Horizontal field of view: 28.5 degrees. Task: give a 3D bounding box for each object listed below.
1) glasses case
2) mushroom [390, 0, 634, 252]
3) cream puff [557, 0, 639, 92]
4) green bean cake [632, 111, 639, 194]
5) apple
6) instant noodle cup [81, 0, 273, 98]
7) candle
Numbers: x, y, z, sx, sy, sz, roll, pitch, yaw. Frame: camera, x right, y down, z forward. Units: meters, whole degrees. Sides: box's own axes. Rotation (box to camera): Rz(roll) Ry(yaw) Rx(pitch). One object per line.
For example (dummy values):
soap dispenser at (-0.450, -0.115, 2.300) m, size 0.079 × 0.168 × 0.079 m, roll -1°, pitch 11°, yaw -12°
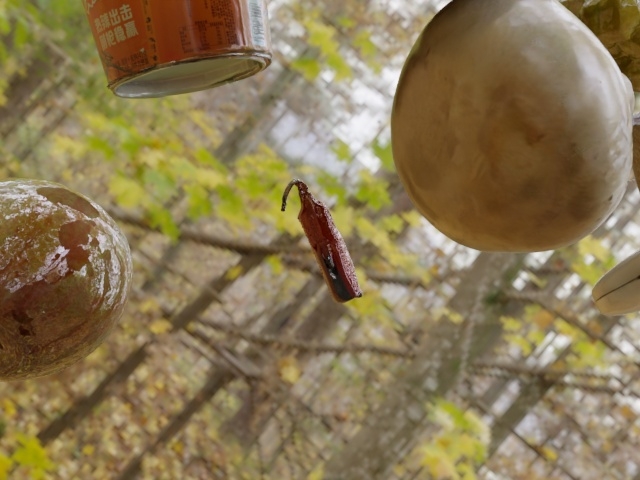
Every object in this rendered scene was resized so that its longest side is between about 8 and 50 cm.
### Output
glasses case at (0.362, 0.009, 1.187) m, size 0.092 × 0.233 × 0.059 m, roll 0°, pitch 62°, yaw -55°
mushroom at (0.237, -0.129, 1.348) m, size 0.290 × 0.293 × 0.292 m, roll -13°, pitch 41°, yaw -37°
cream puff at (0.392, -0.268, 1.593) m, size 0.194 × 0.195 × 0.221 m, roll 40°, pitch -22°, yaw -19°
green bean cake at (0.522, -0.089, 1.762) m, size 0.233 × 0.097 × 0.199 m, roll -135°, pitch -158°, yaw -75°
apple at (-0.367, 0.054, 1.563) m, size 0.257 × 0.257 × 0.234 m, roll 40°, pitch 38°, yaw -14°
instant noodle cup at (-0.197, -0.322, 1.710) m, size 0.296 × 0.296 × 0.214 m, roll 19°, pitch 59°, yaw -85°
candle at (0.000, 0.000, 1.480) m, size 0.053 × 0.048 × 0.162 m, roll -44°, pitch 115°, yaw -54°
